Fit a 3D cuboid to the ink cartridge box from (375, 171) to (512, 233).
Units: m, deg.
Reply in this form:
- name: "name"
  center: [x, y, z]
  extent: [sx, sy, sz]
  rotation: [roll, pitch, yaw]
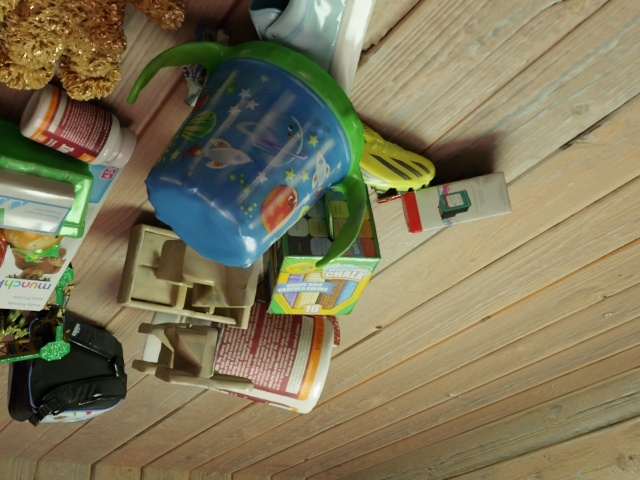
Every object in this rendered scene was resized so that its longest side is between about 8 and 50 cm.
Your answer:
- name: "ink cartridge box"
  center: [0.225, -0.064, 1.168]
  extent: [0.231, 0.078, 0.134]
  rotation: [-12, 180, 8]

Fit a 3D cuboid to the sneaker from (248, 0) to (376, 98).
- name: "sneaker"
  center: [-0.023, -0.271, 0.823]
  extent: [0.150, 0.135, 0.366]
  rotation: [8, 137, -7]

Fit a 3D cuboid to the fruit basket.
- name: "fruit basket"
  center: [-0.521, -0.012, 0.979]
  extent: [0.327, 0.165, 0.353]
  rotation: [13, 117, -49]

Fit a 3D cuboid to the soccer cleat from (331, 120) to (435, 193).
- name: "soccer cleat"
  center: [0.086, -0.145, 1.058]
  extent: [0.289, 0.121, 0.093]
  rotation: [-1, -167, -31]

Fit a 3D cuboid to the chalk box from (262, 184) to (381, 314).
- name: "chalk box"
  center: [0.000, 0.000, 1.183]
  extent: [0.179, 0.180, 0.289]
  rotation: [3, 148, -14]

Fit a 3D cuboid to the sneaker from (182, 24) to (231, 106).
- name: "sneaker"
  center: [-0.176, -0.251, 0.888]
  extent: [0.058, 0.052, 0.135]
  rotation: [20, 133, -20]

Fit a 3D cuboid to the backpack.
- name: "backpack"
  center: [-0.615, 0.328, 1.521]
  extent: [0.213, 0.277, 0.263]
  rotation: [-27, 149, 36]

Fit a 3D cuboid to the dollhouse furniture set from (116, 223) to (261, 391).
- name: "dollhouse furniture set"
  center: [-0.173, 0.063, 1.108]
  extent: [0.256, 0.362, 0.394]
  rotation: [14, 168, -30]

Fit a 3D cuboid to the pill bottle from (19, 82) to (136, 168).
- name: "pill bottle"
  center: [-0.361, -0.167, 0.941]
  extent: [0.152, 0.086, 0.086]
  rotation: [24, 136, -38]

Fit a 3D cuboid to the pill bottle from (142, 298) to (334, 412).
- name: "pill bottle"
  center: [-0.185, 0.238, 1.422]
  extent: [0.392, 0.224, 0.224]
  rotation: [17, 143, -7]

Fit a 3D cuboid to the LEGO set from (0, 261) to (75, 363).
- name: "LEGO set"
  center: [-0.629, 0.094, 1.258]
  extent: [0.254, 0.192, 0.331]
  rotation: [-13, 138, -26]

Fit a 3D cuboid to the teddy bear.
- name: "teddy bear"
  center: [-0.296, -0.284, 0.751]
  extent: [0.245, 0.113, 0.338]
  rotation: [22, 138, -40]

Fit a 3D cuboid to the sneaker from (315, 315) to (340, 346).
- name: "sneaker"
  center: [-0.037, 0.220, 1.619]
  extent: [0.225, 0.088, 0.092]
  rotation: [30, 137, -31]

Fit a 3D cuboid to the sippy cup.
- name: "sippy cup"
  center: [-0.096, -0.096, 0.806]
  extent: [0.305, 0.224, 0.240]
  rotation: [25, 150, 20]
